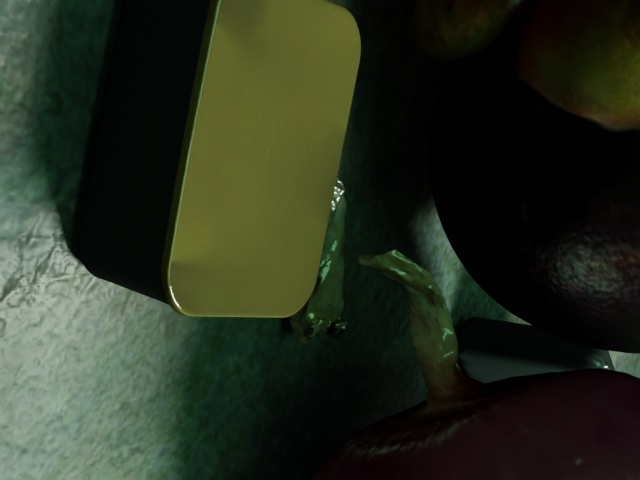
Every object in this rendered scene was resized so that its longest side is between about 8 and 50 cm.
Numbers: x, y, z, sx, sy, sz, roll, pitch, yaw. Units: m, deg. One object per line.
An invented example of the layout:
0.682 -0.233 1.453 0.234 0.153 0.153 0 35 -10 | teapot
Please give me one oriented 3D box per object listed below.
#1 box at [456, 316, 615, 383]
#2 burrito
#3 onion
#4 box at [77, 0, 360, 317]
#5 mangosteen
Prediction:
0.246 0.166 1.067 0.050 0.160 0.230 -65 144 -27 | box
-0.002 0.000 0.768 0.051 0.042 0.171 -23 123 -52 | burrito
0.154 0.209 0.799 0.358 0.358 0.345 25 69 -55 | onion
-0.063 -0.059 0.616 0.144 0.090 0.201 5 98 -55 | box
0.235 -0.116 0.809 0.435 0.382 0.382 42 63 -19 | mangosteen
